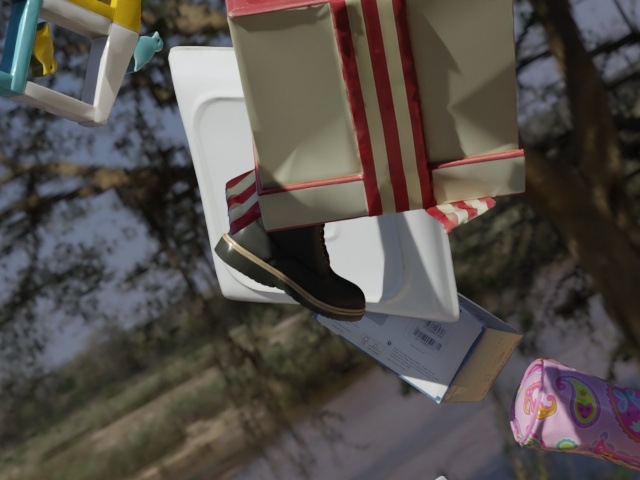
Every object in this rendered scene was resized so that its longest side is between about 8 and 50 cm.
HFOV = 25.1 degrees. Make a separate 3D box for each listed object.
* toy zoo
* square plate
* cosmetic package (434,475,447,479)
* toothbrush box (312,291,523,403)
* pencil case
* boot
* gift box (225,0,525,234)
[{"bbox_3d":[-0.260,-0.220,1.263,0.293,0.192,0.030,19,-16,-42],"label":"toy zoo"},{"bbox_3d":[-0.017,-0.060,1.710,0.344,0.347,0.049,5,29,31],"label":"square plate"},{"bbox_3d":[0.029,0.446,1.674,0.197,0.155,0.365,-28,-13,-49],"label":"cosmetic package"},{"bbox_3d":[0.145,0.122,2.035,0.126,0.216,0.295,-58,-19,4],"label":"toothbrush box"},{"bbox_3d":[0.380,0.233,1.775,0.284,0.124,0.124,16,0,-7],"label":"pencil case"},{"bbox_3d":[0.000,0.000,1.575,0.137,0.198,0.077,-57,36,10],"label":"boot"},{"bbox_3d":[0.032,-0.148,1.195,0.255,0.258,0.276,-6,45,5],"label":"gift box"}]
